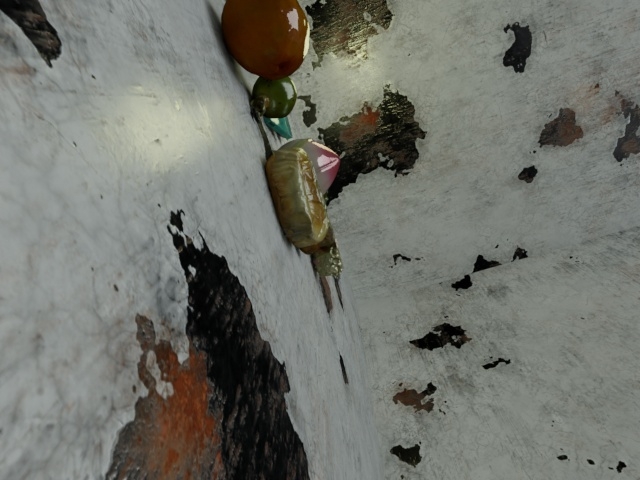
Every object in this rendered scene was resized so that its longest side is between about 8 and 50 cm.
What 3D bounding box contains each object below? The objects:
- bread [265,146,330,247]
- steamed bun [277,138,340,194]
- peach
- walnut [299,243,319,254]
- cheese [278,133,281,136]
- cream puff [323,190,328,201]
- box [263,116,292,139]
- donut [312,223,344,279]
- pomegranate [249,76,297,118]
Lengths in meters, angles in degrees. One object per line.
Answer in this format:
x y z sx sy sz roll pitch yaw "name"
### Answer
-0.096 -0.165 1.619 0.236 0.183 0.390 -2 80 -64 "bread"
-0.047 -0.335 1.901 0.309 0.308 0.310 -17 90 -84 "steamed bun"
-0.200 -0.770 1.540 0.343 0.342 0.302 12 64 -83 "peach"
-0.066 -0.030 1.783 0.116 0.115 0.207 60 7 -64 "walnut"
-0.206 -0.638 2.261 0.286 0.074 0.189 -74 148 -77 "cheese"
-0.051 -0.281 2.203 0.282 0.184 0.282 -15 90 -81 "cream puff"
-0.217 -0.610 2.020 0.229 0.041 0.162 19 55 -66 "box"
-0.003 -0.010 2.044 0.307 0.150 0.371 -99 170 -54 "donut"
-0.197 -0.599 1.744 0.198 0.198 0.246 67 17 -46 "pomegranate"
